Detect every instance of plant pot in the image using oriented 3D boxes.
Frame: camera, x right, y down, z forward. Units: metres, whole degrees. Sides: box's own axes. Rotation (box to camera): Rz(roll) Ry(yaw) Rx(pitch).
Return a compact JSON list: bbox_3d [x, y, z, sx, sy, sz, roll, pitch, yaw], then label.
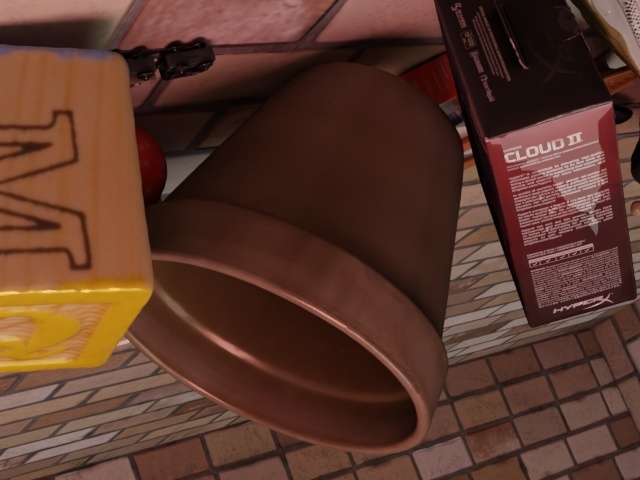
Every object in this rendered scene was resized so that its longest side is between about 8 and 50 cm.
[{"bbox_3d":[0.000,0.000,1.079,0.280,0.323,0.323,-63,-176,-28],"label":"plant pot"}]

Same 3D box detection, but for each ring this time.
[{"bbox_3d":[0.221,-0.135,1.359,0.336,0.032,0.336,-25,176,-2],"label":"ring"}]

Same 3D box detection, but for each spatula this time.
[{"bbox_3d":[0.352,-0.154,1.470,0.084,0.030,0.296,-28,175,29],"label":"spatula"}]

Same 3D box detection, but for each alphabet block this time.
[{"bbox_3d":[-0.247,-0.018,0.880,0.193,0.197,0.192,-1,157,-22],"label":"alphabet block"}]

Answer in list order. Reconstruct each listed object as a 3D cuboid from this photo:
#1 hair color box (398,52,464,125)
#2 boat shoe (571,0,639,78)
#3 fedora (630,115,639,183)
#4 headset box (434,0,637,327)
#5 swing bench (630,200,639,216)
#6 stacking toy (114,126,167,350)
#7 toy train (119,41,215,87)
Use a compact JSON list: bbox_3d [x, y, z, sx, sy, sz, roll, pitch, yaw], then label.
[{"bbox_3d":[0.175,-0.177,1.230,0.167,0.053,0.093,-27,164,13],"label":"hair color box"},{"bbox_3d":[0.307,-0.234,1.127,0.096,0.098,0.277,-44,154,12],"label":"boat shoe"},{"bbox_3d":[0.501,-0.139,1.534,0.152,0.334,0.334,13,164,4],"label":"fedora"},{"bbox_3d":[0.194,-0.098,1.057,0.110,0.218,0.293,-17,138,6],"label":"headset box"},{"bbox_3d":[0.506,-0.132,1.273,0.255,0.253,0.165,2,-168,-18],"label":"swing bench"},{"bbox_3d":[-0.213,-0.005,1.168,0.141,0.141,0.330,-16,159,-19],"label":"stacking toy"},{"bbox_3d":[-0.164,-0.140,0.961,0.158,0.027,0.036,-13,173,-26],"label":"toy train"}]
